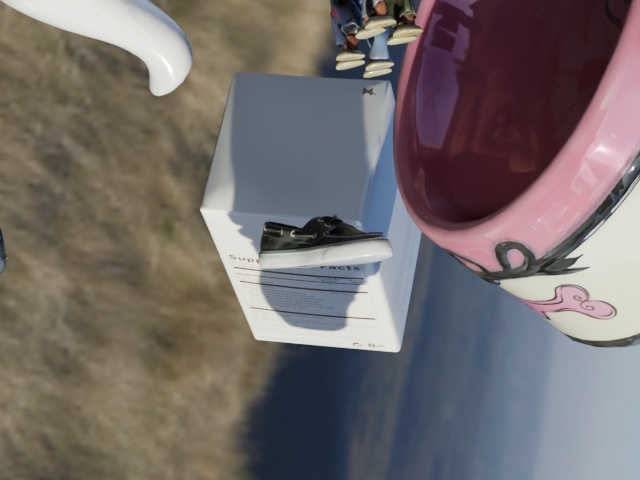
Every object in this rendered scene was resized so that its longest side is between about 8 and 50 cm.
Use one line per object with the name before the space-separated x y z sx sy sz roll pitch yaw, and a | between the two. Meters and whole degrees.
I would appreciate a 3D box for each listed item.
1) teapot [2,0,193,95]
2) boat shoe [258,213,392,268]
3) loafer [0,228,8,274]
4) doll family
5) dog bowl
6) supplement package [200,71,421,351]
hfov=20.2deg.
teapot | -0.109 -0.236 0.890 0.256 0.187 0.253 127 -30 -71
boat shoe | 0.000 0.000 1.430 0.049 0.142 0.040 1 86 -44
loafer | -0.291 -0.010 1.128 0.080 0.220 0.078 -64 158 -16
doll family | 0.036 -0.196 1.365 0.193 0.076 0.111 142 -63 -70
dog bowl | 0.196 -0.138 1.290 0.408 0.150 0.408 -46 -146 45
supplement package | -0.002 -0.027 1.937 0.293 0.175 0.178 73 26 -58
